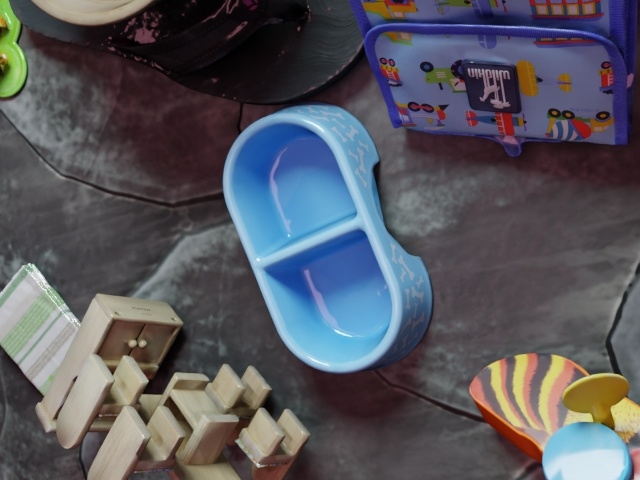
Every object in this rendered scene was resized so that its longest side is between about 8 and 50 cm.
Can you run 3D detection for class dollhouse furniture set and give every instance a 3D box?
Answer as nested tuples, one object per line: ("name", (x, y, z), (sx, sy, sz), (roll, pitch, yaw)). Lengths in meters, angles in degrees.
("dollhouse furniture set", (-0.180, 0.194, 0.831), (0.242, 0.212, 0.161), (42, 109, 39))

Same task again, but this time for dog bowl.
("dog bowl", (0.000, 0.000, 0.807), (0.165, 0.074, 0.297), (-23, 87, 22))

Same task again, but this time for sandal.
("sandal", (-0.160, -0.242, 0.820), (0.445, 0.107, 0.168), (13, 101, 19))

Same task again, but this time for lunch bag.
("lunch bag", (0.146, -0.194, 0.660), (0.220, 0.138, 0.293), (6, 139, 26))

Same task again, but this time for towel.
("towel", (-0.346, 0.117, 0.983), (0.113, 0.023, 0.152), (-44, 82, 22))

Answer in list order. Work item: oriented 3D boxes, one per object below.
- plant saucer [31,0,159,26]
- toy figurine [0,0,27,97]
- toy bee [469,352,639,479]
("plant saucer", (-0.179, -0.322, 0.677), (0.277, 0.041, 0.278), (2, 94, 31))
("toy figurine", (-0.437, -0.247, 0.898), (0.130, 0.159, 0.173), (-25, 88, 22))
("toy bee", (0.275, 0.192, 0.675), (0.162, 0.195, 0.298), (-35, 64, -4))
